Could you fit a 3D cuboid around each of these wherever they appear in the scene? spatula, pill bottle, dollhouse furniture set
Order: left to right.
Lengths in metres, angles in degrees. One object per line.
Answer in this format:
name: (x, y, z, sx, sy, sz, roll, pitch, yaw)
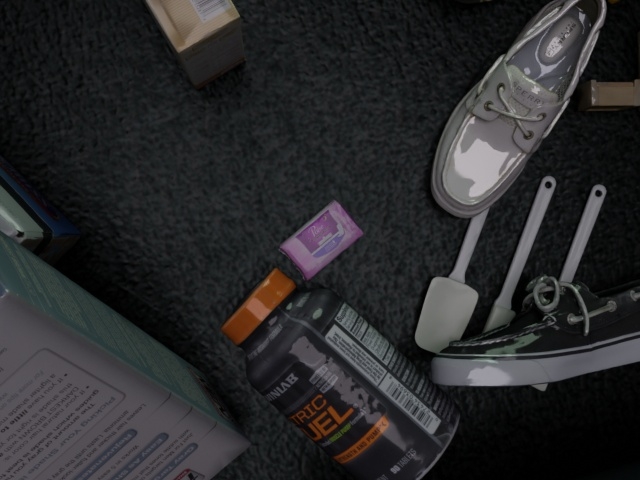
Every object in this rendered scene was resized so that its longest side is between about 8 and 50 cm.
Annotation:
pill bottle: (0.014, 0.139, 0.848, 0.246, 0.130, 0.130, 42, 87, -2)
spatula: (0.217, 0.029, 0.917, 0.168, 0.019, 0.241, 20, 89, -3)
dollhouse furniture set: (0.386, -0.197, 0.857, 0.182, 0.161, 0.101, -1, 90, -5)

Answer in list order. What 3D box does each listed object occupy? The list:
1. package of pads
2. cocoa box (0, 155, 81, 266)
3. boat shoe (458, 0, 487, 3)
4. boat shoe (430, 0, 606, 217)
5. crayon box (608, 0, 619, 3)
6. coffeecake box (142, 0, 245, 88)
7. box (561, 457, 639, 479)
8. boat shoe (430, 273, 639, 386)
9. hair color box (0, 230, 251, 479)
package of pads: (0.000, 0.000, 0.895, 0.083, 0.032, 0.050, -40, 94, -3)
cocoa box: (-0.444, 0.037, 0.767, 0.231, 0.228, 0.347, 44, 87, -2)
boat shoe: (0.247, -0.377, 0.884, 0.305, 0.091, 0.109, -44, 81, -4)
boat shoe: (0.209, -0.151, 0.874, 0.098, 0.096, 0.277, 32, 86, 0)
crayon box: (0.402, -0.350, 0.812, 0.323, 0.203, 0.083, -31, 92, -13)
coffeecake box: (-0.139, -0.241, 0.809, 0.068, 0.185, 0.142, -31, 92, -3)
box: (0.283, 0.477, 0.752, 0.480, 0.297, 0.471, -15, 79, -4)
boat shoe: (0.254, 0.086, 0.861, 0.307, 0.113, 0.104, -8, 88, -13)
hair color box: (-0.234, 0.151, 0.719, 0.185, 0.374, 0.113, -42, 53, -3)
